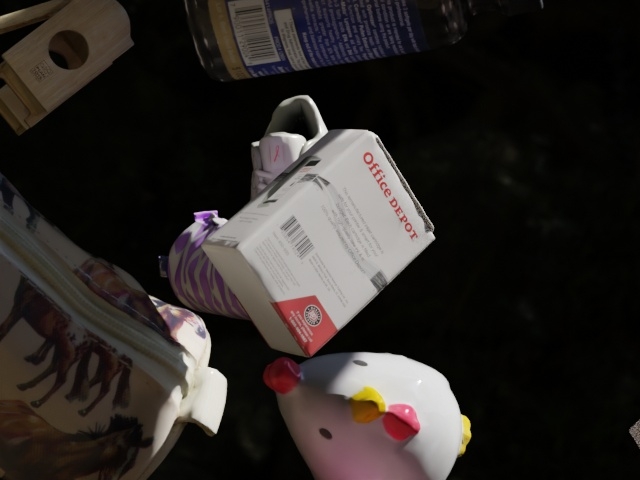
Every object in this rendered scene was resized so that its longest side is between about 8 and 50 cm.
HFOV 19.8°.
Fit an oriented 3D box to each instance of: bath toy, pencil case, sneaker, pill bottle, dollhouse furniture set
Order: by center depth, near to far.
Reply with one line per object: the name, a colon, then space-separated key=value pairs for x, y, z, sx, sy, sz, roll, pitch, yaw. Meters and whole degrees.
bath toy: x=-0.021 y=0.210 z=0.998 sx=0.129 sy=0.348 sz=0.151 roll=36 pitch=-24 yaw=-31
pencil case: x=-0.248 y=0.002 z=1.130 sx=0.410 sy=0.160 sz=0.183 roll=42 pitch=-34 yaw=-18
pill bottle: x=0.027 y=-0.175 z=1.165 sx=0.219 sy=0.122 sz=0.123 roll=-8 pitch=-13 yaw=9
pencil case: x=-0.049 y=0.022 z=1.472 sx=0.086 sy=0.088 sz=0.206 roll=3 pitch=2 yaw=-30
dollhouse furniture set: x=-0.251 y=-0.189 z=1.527 sx=0.161 sy=0.101 sz=0.182 roll=52 pitch=-15 yaw=-8
sneaker: x=-0.036 y=-0.039 z=1.660 sx=0.090 sy=0.232 sz=0.115 roll=-5 pitch=-43 yaw=10

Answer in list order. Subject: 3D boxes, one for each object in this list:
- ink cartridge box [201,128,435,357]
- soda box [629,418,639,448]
ink cartridge box: x=0.000 y=0.000 z=1.281 sx=0.056 sy=0.135 sz=0.099 roll=7 pitch=-46 yaw=57
soda box: x=0.304 y=0.088 z=1.204 sx=0.069 sy=0.216 sz=0.074 roll=2 pitch=48 yaw=-41
